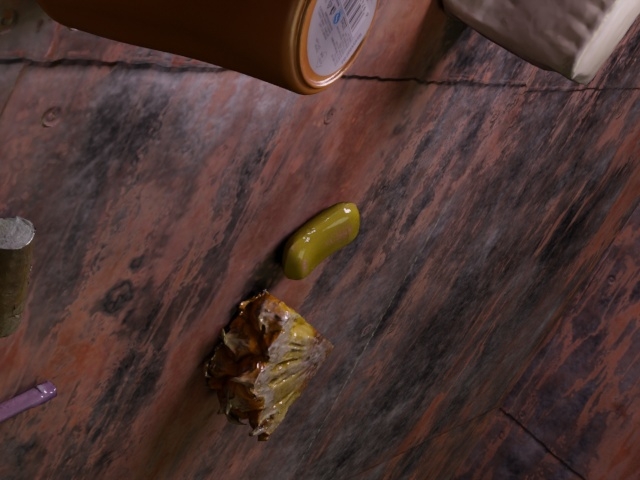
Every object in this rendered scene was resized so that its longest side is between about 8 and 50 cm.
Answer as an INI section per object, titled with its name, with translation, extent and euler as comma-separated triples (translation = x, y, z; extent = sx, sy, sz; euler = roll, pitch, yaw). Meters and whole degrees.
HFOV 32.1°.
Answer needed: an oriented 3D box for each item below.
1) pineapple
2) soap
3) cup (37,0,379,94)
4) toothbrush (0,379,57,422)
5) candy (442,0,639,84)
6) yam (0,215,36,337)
[pineapple]
translation = -0.071, 0.170, 1.614
extent = 0.186, 0.114, 0.236
euler = -17, 137, -48
[soap]
translation = -0.001, -0.001, 1.560
extent = 0.140, 0.045, 0.089
euler = -37, 149, -21
[cup]
translation = -0.081, -0.228, 0.895
extent = 0.226, 0.264, 0.182
euler = -37, 146, -48
[toothbrush]
translation = -0.442, 0.231, 1.211
extent = 0.354, 0.024, 0.029
euler = -26, 138, -38
[candy]
translation = 0.340, -0.382, 1.393
extent = 0.358, 0.208, 0.145
euler = -57, 160, 13
[yam]
translation = -0.317, 0.040, 1.110
extent = 0.054, 0.054, 0.132
euler = -21, 142, -44
